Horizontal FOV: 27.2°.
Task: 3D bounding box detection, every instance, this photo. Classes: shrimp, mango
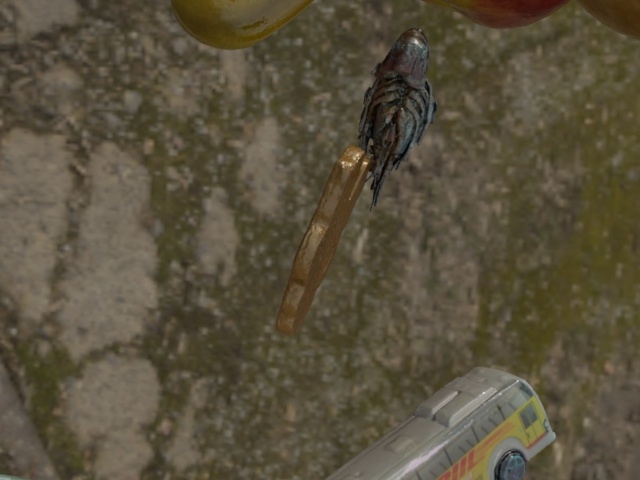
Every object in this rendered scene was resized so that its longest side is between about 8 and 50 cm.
[{"bbox_3d":[0.092,-0.145,1.610,0.079,0.090,0.233,-59,162,-77],"label":"shrimp"},{"bbox_3d":[-0.069,-0.283,1.433,0.098,0.195,0.137,51,24,-72],"label":"mango"}]

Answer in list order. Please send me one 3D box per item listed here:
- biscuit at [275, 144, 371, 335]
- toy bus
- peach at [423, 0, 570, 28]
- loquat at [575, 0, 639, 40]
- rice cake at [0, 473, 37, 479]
[{"bbox_3d":[0.000,0.001,1.578,0.236,0.040,0.144,-65,165,0],"label":"biscuit"},{"bbox_3d":[0.105,0.221,1.272,0.268,0.092,0.106,-32,113,-28],"label":"toy bus"},{"bbox_3d":[0.241,-0.476,1.760,0.388,0.388,0.388,-9,102,-51],"label":"peach"},{"bbox_3d":[0.359,-0.349,1.265,0.328,0.328,0.328,-9,102,-51],"label":"loquat"},{"bbox_3d":[-0.439,0.313,1.617,0.063,0.336,0.066,116,-17,-65],"label":"rice cake"}]
